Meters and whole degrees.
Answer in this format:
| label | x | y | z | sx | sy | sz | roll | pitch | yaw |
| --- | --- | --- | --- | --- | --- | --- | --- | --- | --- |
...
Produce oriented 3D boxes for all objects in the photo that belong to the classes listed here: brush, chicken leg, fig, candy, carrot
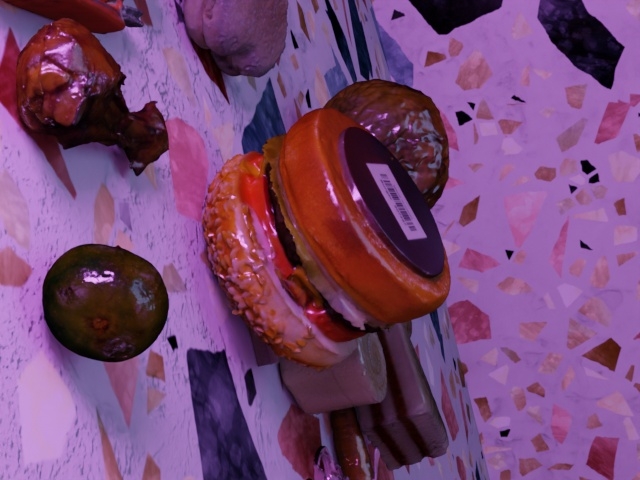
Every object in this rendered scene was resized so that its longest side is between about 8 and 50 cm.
| label | x | y | z | sx | sy | sz | roll | pitch | yaw |
| --- | --- | --- | --- | --- | --- | --- | --- | --- | --- |
| brush | -0.252 | -0.250 | 1.041 | 0.323 | 0.070 | 0.051 | -17 | 98 | -76 |
| chicken leg | -0.227 | -0.130 | 1.029 | 0.304 | 0.093 | 0.113 | 51 | 47 | -75 |
| fig | -0.201 | 0.050 | 0.948 | 0.177 | 0.117 | 0.117 | -132 | -155 | -75 |
| candy | 0.133 | 0.280 | 1.796 | 0.321 | 0.135 | 0.179 | 66 | 5 | -60 |
| carrot | 0.055 | 0.363 | 1.690 | 0.060 | 0.060 | 0.186 | 19 | 59 | -73 |
| fig | 0.062 | -0.136 | 1.822 | 0.368 | 0.286 | 0.286 | -27 | 105 | -49 |

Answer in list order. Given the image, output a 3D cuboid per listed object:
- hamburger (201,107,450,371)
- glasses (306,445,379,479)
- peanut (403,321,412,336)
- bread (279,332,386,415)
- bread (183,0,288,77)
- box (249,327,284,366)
| label | x | y | z | sx | sy | sz | roll | pitch | yaw |
| --- | --- | --- | --- | --- | --- | --- | --- | --- | --- |
| hamburger | 0.000 | 0.000 | 1.361 | 0.330 | 0.250 | 0.330 | 43 | 27 | -28 |
| glasses | 0.038 | 0.413 | 1.525 | 0.255 | 0.095 | 0.162 | -47 | 131 | -70 |
| peanut | 0.116 | 0.161 | 1.963 | 0.137 | 0.122 | 0.253 | 60 | 11 | 6 |
| bread | 0.019 | 0.190 | 1.541 | 0.134 | 0.141 | 0.148 | -66 | 140 | -60 |
| bread | -0.128 | -0.380 | 1.436 | 0.183 | 0.102 | 0.337 | -42 | 143 | -44 |
| box | -0.073 | 0.133 | 1.449 | 0.079 | 0.035 | 0.083 | -17 | 94 | -75 |
